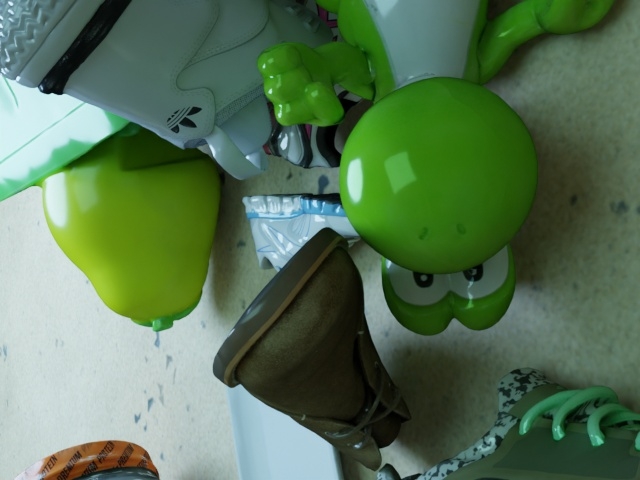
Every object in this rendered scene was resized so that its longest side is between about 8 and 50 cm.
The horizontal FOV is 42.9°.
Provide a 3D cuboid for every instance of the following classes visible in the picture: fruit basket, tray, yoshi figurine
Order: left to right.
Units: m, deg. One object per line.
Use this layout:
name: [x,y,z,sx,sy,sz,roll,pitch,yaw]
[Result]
fruit basket: [-0.193,-0.113,0.831,0.392,0.283,0.392,25,143,21]
tray: [-0.018,0.221,0.703,0.145,0.030,0.270,-30,64,45]
yoshi figurine: [0.064,-0.125,0.508,0.204,0.203,0.362,-18,76,42]

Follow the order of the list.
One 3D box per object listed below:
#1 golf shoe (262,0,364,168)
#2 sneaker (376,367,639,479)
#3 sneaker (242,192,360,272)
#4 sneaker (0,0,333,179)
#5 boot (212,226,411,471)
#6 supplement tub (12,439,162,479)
golf shoe: [0.011,-0.151,0.684,0.086,0.067,0.186,20,100,18]
sneaker: [0.142,0.133,0.440,0.410,0.158,0.182,-38,41,37]
sneaker: [0.000,0.000,0.680,0.191,0.071,0.083,2,94,60]
sneaker: [-0.108,-0.209,0.621,0.137,0.210,0.365,-32,41,34]
boot: [0.013,0.081,0.518,0.115,0.305,0.112,41,80,14]
supplement tub: [-0.184,0.371,0.755,0.207,0.207,0.338,-59,47,30]
